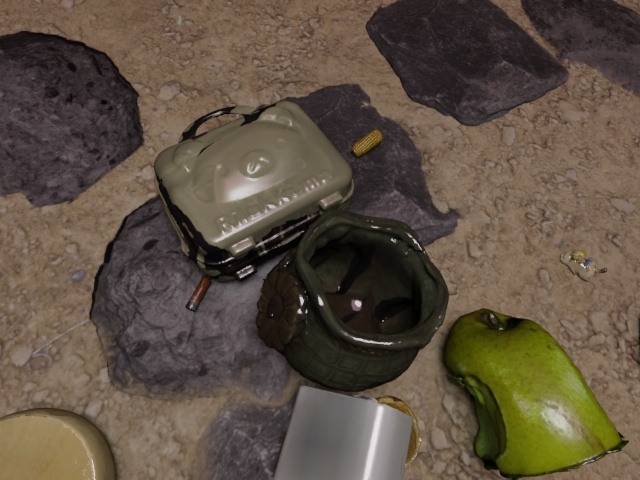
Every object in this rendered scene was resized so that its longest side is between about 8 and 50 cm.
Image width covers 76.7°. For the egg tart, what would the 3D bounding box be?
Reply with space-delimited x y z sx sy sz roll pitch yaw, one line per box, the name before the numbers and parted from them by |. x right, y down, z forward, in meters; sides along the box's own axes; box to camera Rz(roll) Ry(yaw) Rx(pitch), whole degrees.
egg tart | 0.123 0.341 0.715 0.128 0.049 0.129 3 67 -7

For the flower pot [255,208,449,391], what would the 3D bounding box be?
flower pot | 0.042 0.096 0.687 0.301 0.213 0.302 13 45 -14

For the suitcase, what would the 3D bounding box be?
suitcase | -0.147 -0.131 0.804 0.351 0.194 0.339 -28 66 -17

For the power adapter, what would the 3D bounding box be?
power adapter | 0.024 0.372 0.618 0.186 0.124 0.256 -3 59 37

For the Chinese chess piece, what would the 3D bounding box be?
Chinese chess piece | -0.441 0.385 0.602 0.250 0.097 0.251 3 67 -7

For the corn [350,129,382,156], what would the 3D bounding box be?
corn | 0.112 -0.232 0.967 0.092 0.037 0.037 -37 76 -17

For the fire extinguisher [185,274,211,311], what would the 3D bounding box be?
fire extinguisher | -0.236 0.097 0.792 0.028 0.022 0.083 8 62 30

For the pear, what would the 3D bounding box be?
pear | 0.317 0.237 0.680 0.163 0.238 0.256 -17 71 -7

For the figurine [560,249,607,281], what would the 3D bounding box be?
figurine | 0.583 0.048 0.896 0.083 0.051 0.047 36 62 9
